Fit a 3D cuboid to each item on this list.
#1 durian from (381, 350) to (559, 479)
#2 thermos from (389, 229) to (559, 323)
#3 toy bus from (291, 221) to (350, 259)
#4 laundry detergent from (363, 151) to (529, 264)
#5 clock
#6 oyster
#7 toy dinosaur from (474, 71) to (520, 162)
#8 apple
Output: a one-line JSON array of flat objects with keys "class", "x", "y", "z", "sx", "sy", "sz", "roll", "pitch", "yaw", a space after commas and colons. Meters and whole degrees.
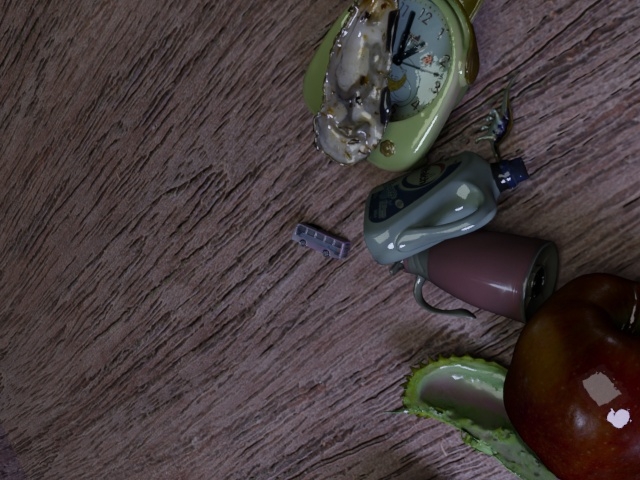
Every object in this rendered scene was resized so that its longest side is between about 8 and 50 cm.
[{"class": "durian", "x": 0.311, "y": 0.322, "z": 1.056, "sx": 0.355, "sy": 0.169, "sz": 0.157, "roll": 25, "pitch": 112, "yaw": 21}, {"class": "thermos", "x": 0.267, "y": 0.058, "z": 1.051, "sx": 0.265, "sy": 0.146, "sz": 0.176, "roll": 13, "pitch": 93, "yaw": 39}, {"class": "toy bus", "x": 0.000, "y": 0.000, "z": 1.268, "sx": 0.130, "sy": 0.037, "sz": 0.052, "roll": 24, "pitch": 109, "yaw": 26}, {"class": "laundry detergent", "x": 0.221, "y": -0.067, "z": 1.016, "sx": 0.280, "sy": 0.215, "sz": 0.105, "roll": -18, "pitch": 118, "yaw": 23}, {"class": "clock", "x": 0.148, "y": -0.324, "z": 1.065, "sx": 0.286, "sy": 0.117, "sz": 0.348, "roll": 44, "pitch": 118, "yaw": 18}, {"class": "oyster", "x": 0.076, "y": -0.297, "z": 1.009, "sx": 0.128, "sy": 0.078, "sz": 0.345, "roll": 15, "pitch": 105, "yaw": 8}, {"class": "toy dinosaur", "x": 0.311, "y": -0.208, "z": 1.034, "sx": 0.058, "sy": 0.037, "sz": 0.180, "roll": 10, "pitch": 113, "yaw": 6}, {"class": "apple", "x": 0.433, "y": 0.213, "z": 0.893, "sx": 0.288, "sy": 0.288, "sz": 0.317, "roll": 29, "pitch": 128, "yaw": 25}]
